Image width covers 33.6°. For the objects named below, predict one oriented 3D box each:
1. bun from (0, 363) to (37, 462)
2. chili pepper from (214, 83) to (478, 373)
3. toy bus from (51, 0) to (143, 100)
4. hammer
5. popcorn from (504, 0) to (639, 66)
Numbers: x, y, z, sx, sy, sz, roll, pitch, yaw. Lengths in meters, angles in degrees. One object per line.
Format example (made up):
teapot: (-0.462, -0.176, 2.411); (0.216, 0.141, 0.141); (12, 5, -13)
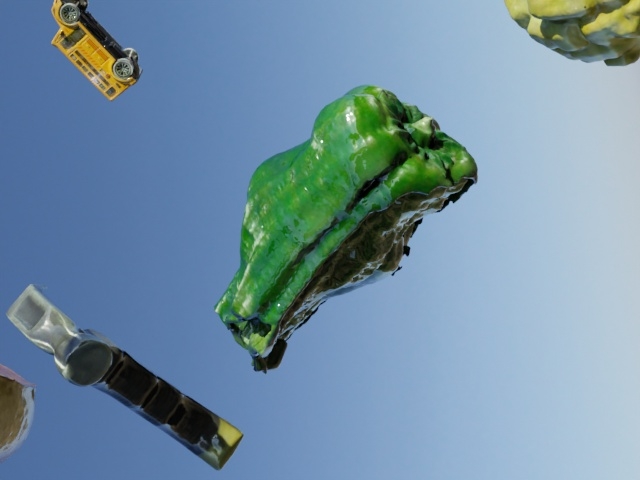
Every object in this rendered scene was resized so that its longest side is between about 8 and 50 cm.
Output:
bun: (-0.454, 0.158, 1.091); (0.165, 0.299, 0.299); (-63, -34, -12)
chili pepper: (-0.009, -0.007, 1.122); (0.213, 0.385, 0.167); (-12, -122, -52)
toy bus: (-0.338, -0.287, 1.559); (0.162, 0.074, 0.069); (47, -162, -19)
hammer: (-0.156, 0.112, 0.853); (0.041, 0.159, 0.226); (-53, -51, -7)
popcorn: (0.254, -0.266, 0.894); (0.181, 0.217, 0.235); (2, -71, -45)
